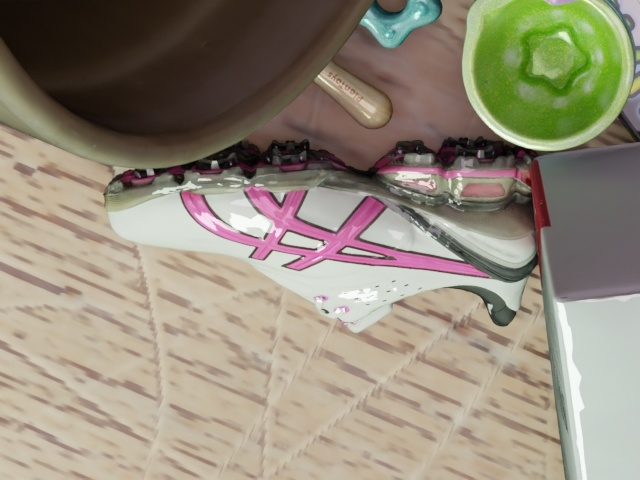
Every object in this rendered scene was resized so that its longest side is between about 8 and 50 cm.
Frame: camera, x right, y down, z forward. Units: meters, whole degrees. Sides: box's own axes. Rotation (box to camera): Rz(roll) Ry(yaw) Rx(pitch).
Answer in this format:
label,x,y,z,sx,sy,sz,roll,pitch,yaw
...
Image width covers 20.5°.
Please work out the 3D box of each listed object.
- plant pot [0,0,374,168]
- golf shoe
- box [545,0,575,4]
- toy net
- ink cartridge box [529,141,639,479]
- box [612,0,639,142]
label,x,y,z,sx,sy,sz,roll,pitch,yaw
plant pot,-0.130,-0.218,0.615,0.280,0.323,0.323,21,100,26
golf shoe,0.000,0.000,0.749,0.186,0.067,0.086,1,102,4
box,0.161,-0.223,0.597,0.243,0.117,0.214,-16,131,-16
toy net,0.012,-0.099,0.722,0.232,0.045,0.122,0,106,14
ink cartridge box,0.157,0.063,0.699,0.127,0.128,0.176,-7,116,5
box,0.144,-0.121,0.739,0.114,0.036,0.207,-36,95,7
